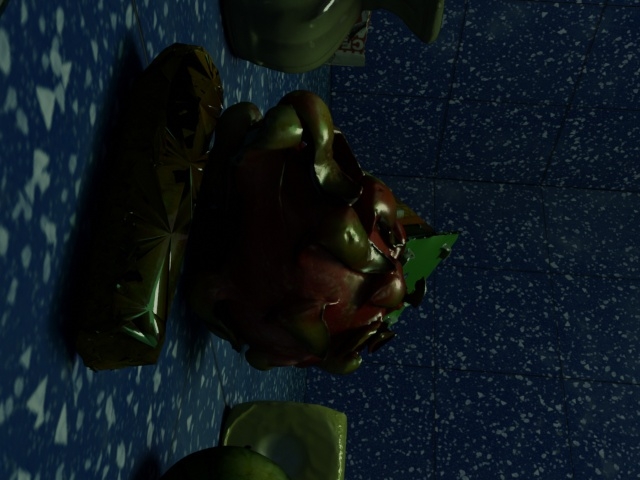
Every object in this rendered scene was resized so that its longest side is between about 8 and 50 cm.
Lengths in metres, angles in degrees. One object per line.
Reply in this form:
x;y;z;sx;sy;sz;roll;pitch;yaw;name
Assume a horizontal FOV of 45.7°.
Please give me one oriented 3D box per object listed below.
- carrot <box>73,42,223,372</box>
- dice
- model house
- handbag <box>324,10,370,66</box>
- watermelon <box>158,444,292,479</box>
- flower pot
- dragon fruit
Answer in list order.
-0.108;-0.029;0.490;0.069;0.068;0.229;89;7;-61;carrot
-0.051;0.323;1.064;0.169;0.169;0.166;87;8;-64;dice
0.000;0.000;1.255;0.357;0.313;0.243;-11;137;-58;model house
0.011;-0.444;1.314;0.151;0.171;0.298;107;-9;-87;handbag
-0.081;0.246;0.661;0.187;0.140;0.141;104;-9;-84;watermelon
0.024;-0.349;0.889;0.307;0.244;0.308;4;90;-88;flower pot
-0.021;-0.003;0.786;0.227;0.243;0.307;43;-61;42;dragon fruit
